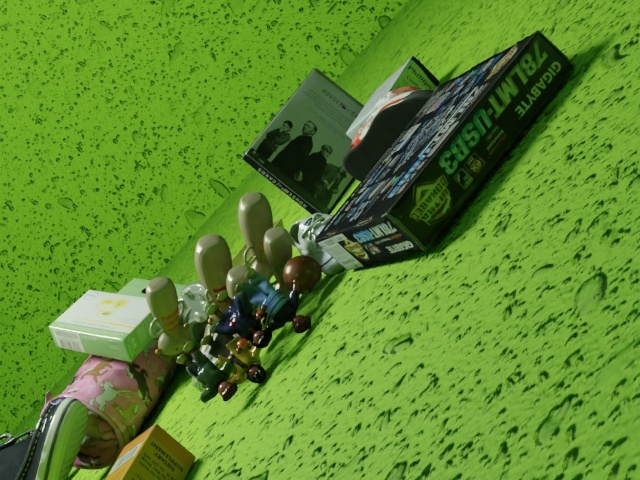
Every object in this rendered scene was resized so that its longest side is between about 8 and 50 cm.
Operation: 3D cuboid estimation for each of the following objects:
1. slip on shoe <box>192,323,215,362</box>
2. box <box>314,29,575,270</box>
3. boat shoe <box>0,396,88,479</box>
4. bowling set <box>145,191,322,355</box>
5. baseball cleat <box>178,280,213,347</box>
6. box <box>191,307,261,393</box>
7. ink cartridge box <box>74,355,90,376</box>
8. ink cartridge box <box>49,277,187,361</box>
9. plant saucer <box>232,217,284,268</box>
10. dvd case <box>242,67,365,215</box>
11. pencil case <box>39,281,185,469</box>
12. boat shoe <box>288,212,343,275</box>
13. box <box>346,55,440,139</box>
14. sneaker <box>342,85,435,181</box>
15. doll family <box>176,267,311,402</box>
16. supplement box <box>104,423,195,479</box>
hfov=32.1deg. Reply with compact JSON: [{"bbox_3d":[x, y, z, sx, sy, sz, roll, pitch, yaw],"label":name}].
[{"bbox_3d":[-0.178,0.158,1.878,0.135,0.041,0.051,-50,10,-7],"label":"slip on shoe"},{"bbox_3d":[0.141,-0.101,1.370,0.295,0.073,0.293,-51,10,-15],"label":"box"},{"bbox_3d":[-0.514,0.411,1.821,0.500,0.156,0.187,-52,13,41],"label":"boat shoe"},{"bbox_3d":[-0.092,0.077,1.567,0.287,0.200,0.154,-43,-40,-36],"label":"bowling set"},{"bbox_3d":[-0.204,0.116,1.952,0.109,0.072,0.206,-34,-12,-37],"label":"baseball cleat"},{"bbox_3d":[-0.128,0.148,1.708,0.114,0.036,0.207,-45,10,21],"label":"box"},{"bbox_3d":[-0.381,0.234,2.228,0.176,0.127,0.128,-56,11,-32],"label":"ink cartridge box"},{"bbox_3d":[-0.343,0.119,1.987,0.171,0.056,0.235,6,35,29],"label":"ink cartridge box"},{"bbox_3d":[-0.138,0.051,2.108,0.188,0.045,0.188,-52,10,-15],"label":"plant saucer"},{"bbox_3d":[-0.004,-0.175,1.987,0.238,0.179,0.029,-54,5,-30],"label":"dvd case"},{"bbox_3d":[-0.354,0.233,2.001,0.160,0.167,0.386,-47,8,35],"label":"pencil case"},{"bbox_3d":[0.000,0.000,1.592,0.083,0.076,0.226,-52,10,-16],"label":"boat shoe"},{"bbox_3d":[0.128,-0.232,1.944,0.126,0.072,0.137,-39,15,48],"label":"box"},{"bbox_3d":[0.136,-0.200,1.725,0.145,0.090,0.270,-58,10,-32],"label":"sneaker"},{"bbox_3d":[-0.093,0.127,1.441,0.193,0.111,0.076,-59,-26,11],"label":"doll family"},{"bbox_3d":[-0.236,0.333,1.346,0.080,0.078,0.233,-39,14,34],"label":"supplement box"}]
